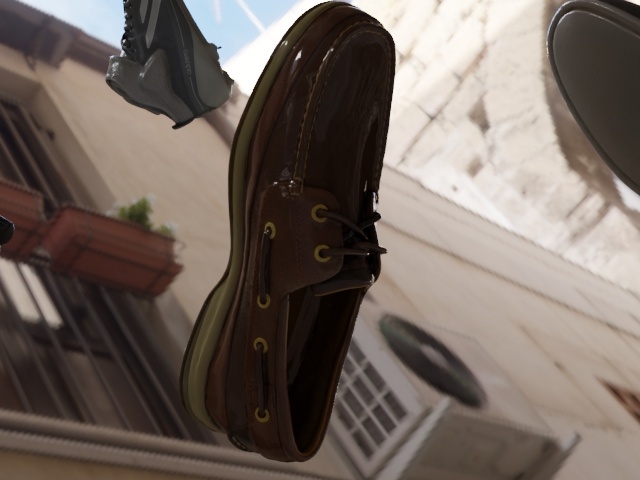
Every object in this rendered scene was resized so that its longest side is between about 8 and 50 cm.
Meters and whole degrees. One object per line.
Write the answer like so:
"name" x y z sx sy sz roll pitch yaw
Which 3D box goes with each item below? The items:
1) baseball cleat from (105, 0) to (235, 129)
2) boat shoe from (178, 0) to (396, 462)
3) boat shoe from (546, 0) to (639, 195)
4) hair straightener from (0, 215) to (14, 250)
"baseball cleat" -0.165 -0.199 1.078 0.109 0.206 0.072 -31 -10 -8
"boat shoe" 0.000 0.000 0.448 0.064 0.060 0.178 4 -74 -46
"boat shoe" 0.300 -0.059 0.817 0.095 0.335 0.112 -22 -33 -38
"hair straightener" -0.439 -0.062 1.292 0.230 0.089 0.047 31 -55 -7
